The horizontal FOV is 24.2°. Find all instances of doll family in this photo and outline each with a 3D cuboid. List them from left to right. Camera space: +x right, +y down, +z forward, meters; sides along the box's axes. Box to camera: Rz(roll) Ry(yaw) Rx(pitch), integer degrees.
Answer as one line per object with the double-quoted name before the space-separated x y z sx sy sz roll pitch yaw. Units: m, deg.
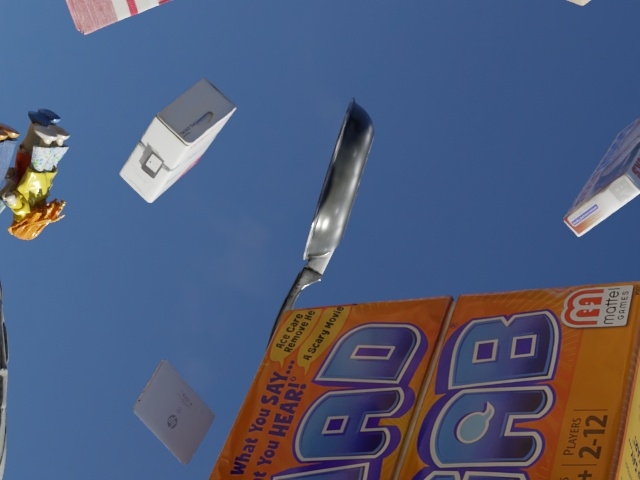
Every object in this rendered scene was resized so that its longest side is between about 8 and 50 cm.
"doll family" -0.405 -0.068 1.881 0.118 0.263 0.163 32 -69 28

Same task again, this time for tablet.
"tablet" -0.122 0.145 1.252 0.006 0.083 0.054 3 -128 40

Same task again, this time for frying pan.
"frying pan" 0.002 -0.008 1.714 0.197 0.053 0.326 100 7 -79

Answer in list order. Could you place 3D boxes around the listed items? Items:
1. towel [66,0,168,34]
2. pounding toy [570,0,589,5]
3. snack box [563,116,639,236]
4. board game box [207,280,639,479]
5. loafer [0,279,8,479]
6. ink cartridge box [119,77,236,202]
"towel" -0.246 -0.467 2.178 0.037 0.329 0.237 24 -45 57
"pounding toy" 0.255 -0.353 1.769 0.181 0.094 0.206 -36 -137 -24
"snack box" 0.241 -0.062 1.166 0.064 0.022 0.178 -41 -177 34
"board game box" 0.132 0.295 1.317 0.356 0.356 0.356 -6 -144 24
"loafer" -0.372 0.142 1.510 0.111 0.112 0.319 104 -19 -55
"ink cartridge box" -0.191 -0.134 1.984 0.109 0.063 0.150 -45 178 -40
